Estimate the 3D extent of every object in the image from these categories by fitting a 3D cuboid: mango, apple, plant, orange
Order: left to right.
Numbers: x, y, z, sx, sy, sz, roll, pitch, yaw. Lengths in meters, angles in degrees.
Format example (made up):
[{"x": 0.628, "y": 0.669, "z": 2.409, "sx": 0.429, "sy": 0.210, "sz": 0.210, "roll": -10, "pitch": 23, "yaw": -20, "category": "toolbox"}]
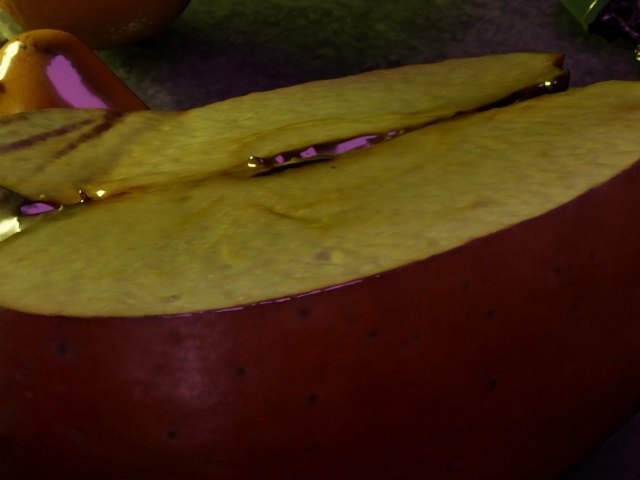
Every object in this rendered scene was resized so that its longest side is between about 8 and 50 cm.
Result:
[{"x": -0.147, "y": -0.075, "z": 0.893, "sx": 0.127, "sy": 0.077, "sz": 0.063, "roll": 34, "pitch": 34, "yaw": 8, "category": "mango"}, {"x": -0.144, "y": -0.200, "z": 0.951, "sx": 0.156, "sy": 0.124, "sz": 0.156, "roll": 0, "pitch": 90, "yaw": 8, "category": "orange"}, {"x": 0.000, "y": 0.000, "z": 0.700, "sx": 0.365, "sy": 0.295, "sz": 0.329, "roll": -14, "pitch": 60, "yaw": -18, "category": "apple"}, {"x": 0.200, "y": -0.149, "z": 0.972, "sx": 0.051, "sy": 0.051, "sz": 0.102, "roll": -38, "pitch": 74, "yaw": -26, "category": "plant"}]
